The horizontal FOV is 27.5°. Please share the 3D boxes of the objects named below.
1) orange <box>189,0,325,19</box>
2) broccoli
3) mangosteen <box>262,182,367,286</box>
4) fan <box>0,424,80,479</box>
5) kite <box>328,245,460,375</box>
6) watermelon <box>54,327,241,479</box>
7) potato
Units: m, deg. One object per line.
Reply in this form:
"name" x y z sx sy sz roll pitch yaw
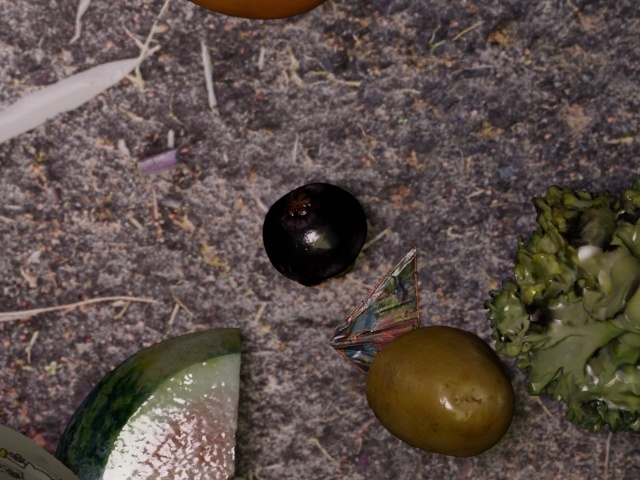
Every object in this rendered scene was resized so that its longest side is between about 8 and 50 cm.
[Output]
"orange" -0.075 -0.404 1.488 0.312 0.312 0.312 -1 103 -6
"broccoli" 0.396 0.073 1.694 0.334 0.272 0.324 33 57 -3
"mangosteen" 0.000 0.000 1.686 0.137 0.137 0.151 -32 138 1
"fan" -0.325 0.320 1.661 0.415 0.233 0.012 25 58 3
"kite" 0.102 0.123 1.773 0.183 0.014 0.241 1 101 -7
"watermelon" -0.202 0.257 1.719 0.310 0.193 0.232 -33 85 -11
"potato" 0.174 0.213 1.723 0.203 0.158 0.178 38 92 -13
